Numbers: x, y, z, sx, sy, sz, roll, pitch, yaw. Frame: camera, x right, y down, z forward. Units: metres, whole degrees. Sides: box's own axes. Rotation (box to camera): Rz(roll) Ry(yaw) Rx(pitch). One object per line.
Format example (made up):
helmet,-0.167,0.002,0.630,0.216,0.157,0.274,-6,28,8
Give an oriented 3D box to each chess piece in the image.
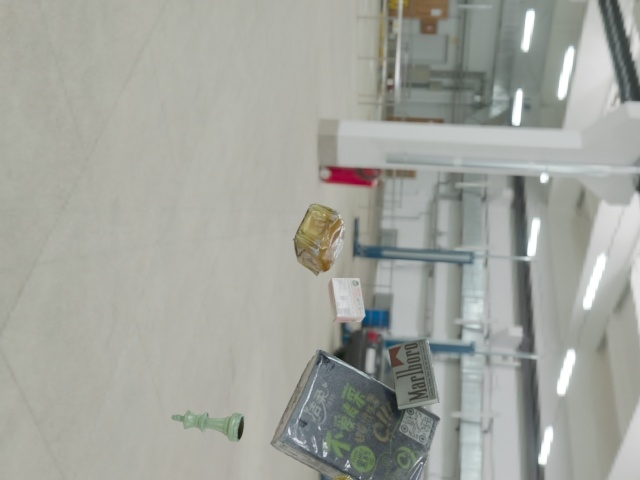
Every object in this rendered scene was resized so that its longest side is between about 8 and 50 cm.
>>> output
chess piece,-0.233,0.372,1.706,0.059,0.149,0.059,7,90,-83

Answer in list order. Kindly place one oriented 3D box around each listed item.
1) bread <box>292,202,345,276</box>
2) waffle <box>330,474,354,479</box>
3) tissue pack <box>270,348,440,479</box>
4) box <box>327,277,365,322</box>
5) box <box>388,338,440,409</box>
bread,0.000,0.000,2.235,0.136,0.107,0.241,-61,169,-16
waffle,0.022,0.489,1.250,0.245,0.254,0.052,56,-25,-17
tissue pack,0.100,0.508,2.246,0.288,0.394,0.124,-64,-174,-33
box,0.074,0.171,2.408,0.043,0.089,0.125,119,-31,-57
box,0.251,0.362,2.264,0.036,0.115,0.178,58,20,-57
